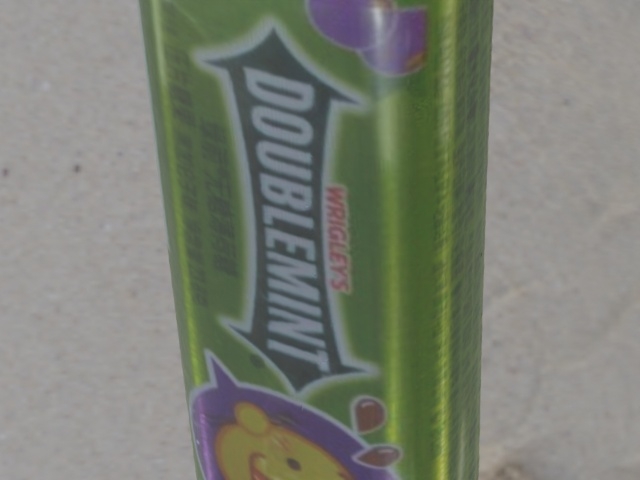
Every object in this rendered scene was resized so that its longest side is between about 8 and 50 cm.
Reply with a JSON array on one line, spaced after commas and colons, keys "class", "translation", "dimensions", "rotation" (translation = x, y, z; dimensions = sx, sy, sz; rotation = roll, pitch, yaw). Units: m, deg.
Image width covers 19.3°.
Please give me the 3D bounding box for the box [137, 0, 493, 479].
[{"class": "box", "translation": [0.000, 0.000, 0.760], "dimensions": [0.134, 0.097, 0.345], "rotation": [21, 138, 22]}]
